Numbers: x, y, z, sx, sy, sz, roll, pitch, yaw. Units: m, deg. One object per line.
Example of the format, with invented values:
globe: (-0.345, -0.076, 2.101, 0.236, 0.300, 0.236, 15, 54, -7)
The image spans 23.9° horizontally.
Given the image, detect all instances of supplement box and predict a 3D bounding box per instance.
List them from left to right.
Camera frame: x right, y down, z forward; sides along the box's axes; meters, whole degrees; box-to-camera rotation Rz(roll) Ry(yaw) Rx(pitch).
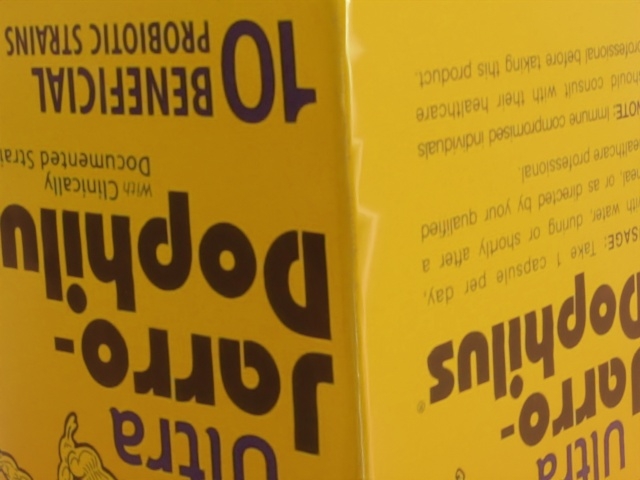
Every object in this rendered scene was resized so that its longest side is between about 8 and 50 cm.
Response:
supplement box: (0.000, 0.000, 0.555, 0.194, 0.195, 0.356, 5, -77, 41)
